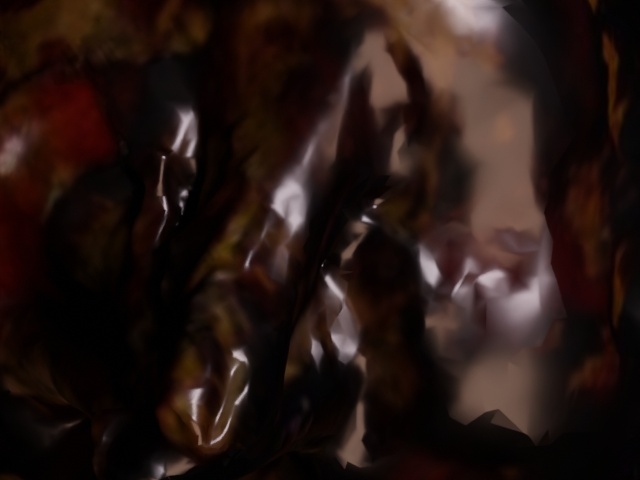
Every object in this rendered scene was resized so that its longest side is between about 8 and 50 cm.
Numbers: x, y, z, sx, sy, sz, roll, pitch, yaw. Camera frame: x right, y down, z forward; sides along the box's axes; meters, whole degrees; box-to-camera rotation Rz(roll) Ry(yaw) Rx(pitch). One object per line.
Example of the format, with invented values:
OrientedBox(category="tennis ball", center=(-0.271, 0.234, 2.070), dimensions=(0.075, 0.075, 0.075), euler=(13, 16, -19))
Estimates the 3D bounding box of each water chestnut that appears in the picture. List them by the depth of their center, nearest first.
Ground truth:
OrientedBox(category="water chestnut", center=(0.000, 0.000, 0.555), dimensions=(0.289, 0.244, 0.289), euler=(-15, 130, -19))
